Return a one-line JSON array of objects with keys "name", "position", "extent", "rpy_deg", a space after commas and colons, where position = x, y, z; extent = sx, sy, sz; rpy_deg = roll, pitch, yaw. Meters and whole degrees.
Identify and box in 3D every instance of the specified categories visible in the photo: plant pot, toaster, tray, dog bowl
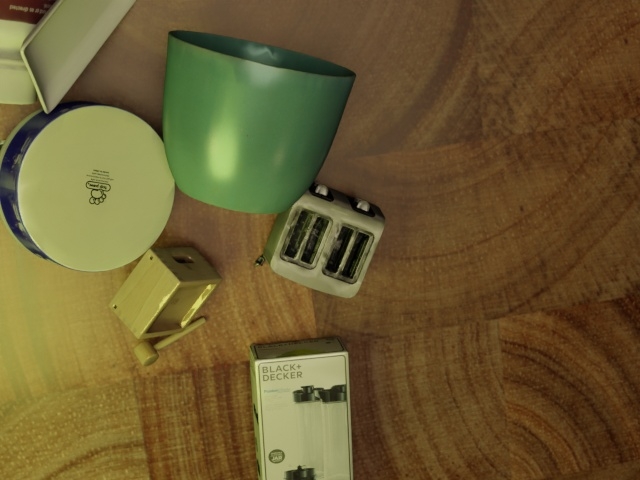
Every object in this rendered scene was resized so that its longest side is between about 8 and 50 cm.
[{"name": "plant pot", "position": [-0.113, -0.178, 1.551], "extent": [0.293, 0.293, 0.235], "rpy_deg": [10, 106, -11]}, {"name": "toaster", "position": [0.000, 0.000, 1.689], "extent": [0.168, 0.110, 0.185], "rpy_deg": [21, 98, -12]}, {"name": "tray", "position": [-0.365, -0.332, 1.495], "extent": [0.030, 0.145, 0.270], "rpy_deg": [21, 61, 13]}, {"name": "dog bowl", "position": [-0.366, -0.085, 1.563], "extent": [0.265, 0.104, 0.264], "rpy_deg": [-7, 103, -34]}]

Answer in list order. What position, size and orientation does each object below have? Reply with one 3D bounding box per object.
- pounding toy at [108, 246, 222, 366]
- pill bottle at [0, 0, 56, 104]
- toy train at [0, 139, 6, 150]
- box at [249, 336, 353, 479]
[{"name": "pounding toy", "position": [-0.267, 0.110, 1.674], "extent": [0.094, 0.181, 0.206], "rpy_deg": [45, 109, 19]}, {"name": "pill bottle", "position": [-0.495, -0.409, 1.464], "extent": [0.224, 0.224, 0.392], "rpy_deg": [7, 101, -10]}, {"name": "toy train", "position": [-0.466, -0.081, 1.620], "extent": [0.105, 0.080, 0.184], "rpy_deg": [-17, 105, -13]}, {"name": "box", "position": [-0.033, 0.325, 1.767], "extent": [0.169, 0.087, 0.289], "rpy_deg": [-3, 102, -8]}]
